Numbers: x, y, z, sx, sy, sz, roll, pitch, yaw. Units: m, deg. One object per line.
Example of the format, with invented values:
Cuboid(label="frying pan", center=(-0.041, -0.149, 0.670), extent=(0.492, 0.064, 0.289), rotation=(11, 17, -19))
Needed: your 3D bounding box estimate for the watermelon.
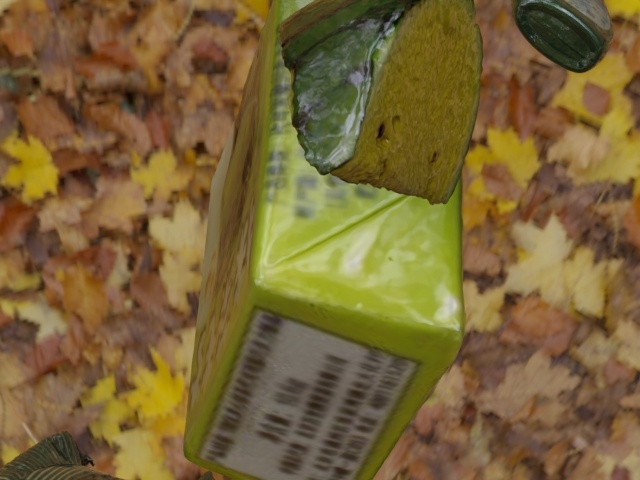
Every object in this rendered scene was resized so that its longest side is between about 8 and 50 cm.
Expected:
Cuboid(label="watermelon", center=(0.039, -0.073, 0.652), extent=(0.075, 0.181, 0.092), rotation=(-31, 76, 15))

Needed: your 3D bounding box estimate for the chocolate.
Cuboid(label="chocolate", center=(0.000, 0.000, 1.036), extent=(0.137, 0.301, 0.289), rotation=(9, 57, -9))

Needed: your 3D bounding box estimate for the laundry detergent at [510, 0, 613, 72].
Cuboid(label="laundry detergent", center=(0.283, -0.279, 1.771), extent=(0.137, 0.063, 0.211), rotation=(33, 31, -7))

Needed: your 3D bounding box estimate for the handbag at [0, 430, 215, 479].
Cuboid(label="handbag", center=(-0.226, 0.353, 1.425), extent=(0.247, 0.341, 0.240), rotation=(13, 29, 18))
